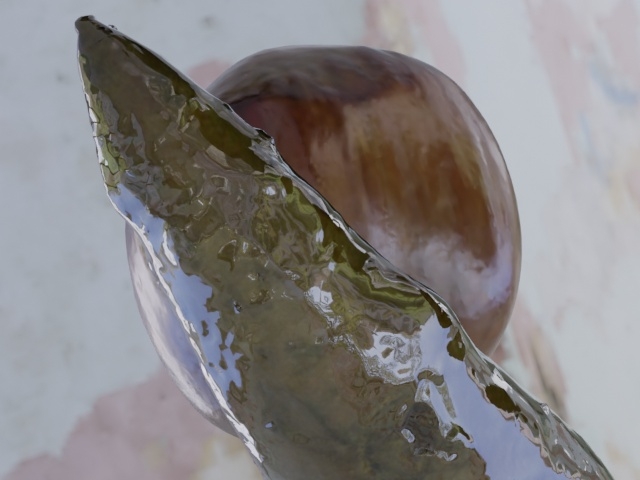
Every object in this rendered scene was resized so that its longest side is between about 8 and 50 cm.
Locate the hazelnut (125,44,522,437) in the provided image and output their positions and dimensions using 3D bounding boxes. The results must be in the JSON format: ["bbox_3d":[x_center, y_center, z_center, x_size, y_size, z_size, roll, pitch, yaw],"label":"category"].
[{"bbox_3d":[-0.003,-0.002,1.016,0.210,0.186,0.210,-17,-152,9],"label":"hazelnut"}]

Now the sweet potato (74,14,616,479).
[{"bbox_3d":[0.034,0.087,0.783,0.130,0.423,0.130,-27,-149,18],"label":"sweet potato"}]
